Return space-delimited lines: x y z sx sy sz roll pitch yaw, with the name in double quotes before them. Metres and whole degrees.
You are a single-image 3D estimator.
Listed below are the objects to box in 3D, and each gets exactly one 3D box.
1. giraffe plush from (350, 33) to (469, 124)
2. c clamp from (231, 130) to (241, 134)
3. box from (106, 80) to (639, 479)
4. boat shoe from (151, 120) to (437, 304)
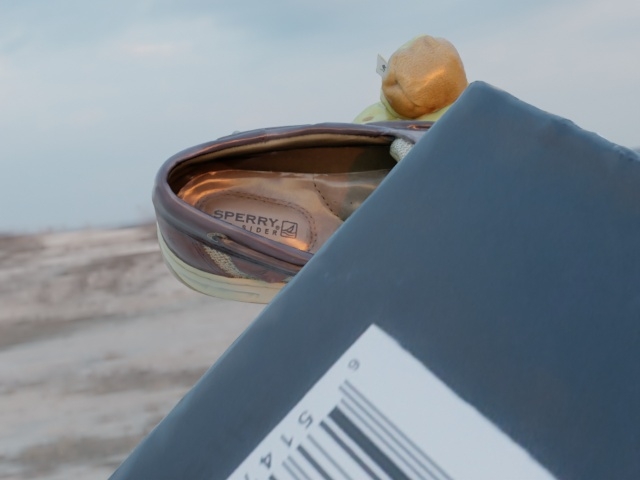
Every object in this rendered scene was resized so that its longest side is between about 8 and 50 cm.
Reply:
"giraffe plush" 0.025 -0.040 1.060 0.170 0.181 0.210 -27 39 -17
"c clamp" 0.000 0.000 0.915 0.022 0.161 0.137 -38 13 7
"box" 0.106 0.204 0.466 0.293 0.395 0.212 -48 35 -3
"boat shoe" 0.050 -0.013 0.799 0.285 0.103 0.092 2 -15 6
